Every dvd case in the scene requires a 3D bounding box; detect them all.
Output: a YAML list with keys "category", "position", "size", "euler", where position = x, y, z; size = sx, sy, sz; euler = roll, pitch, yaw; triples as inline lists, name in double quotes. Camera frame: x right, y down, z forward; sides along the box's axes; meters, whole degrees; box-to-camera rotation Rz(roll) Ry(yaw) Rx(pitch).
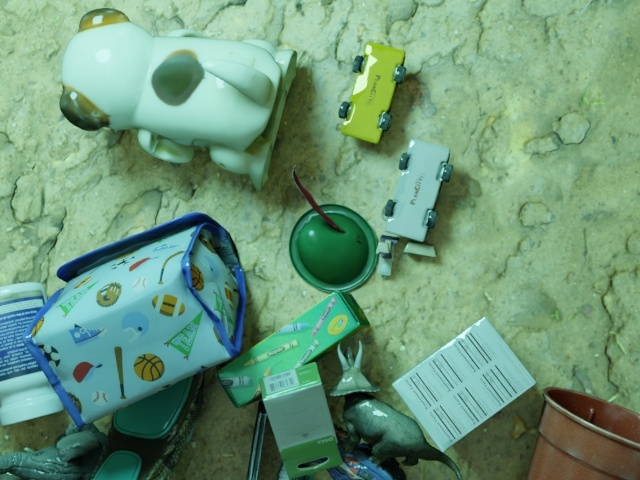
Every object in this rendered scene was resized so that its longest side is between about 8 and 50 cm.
- category: "dvd case"
  position: [-0.126, 0.423, 1.687]
  size: [0.018, 0.164, 0.221]
  euler: [9, 87, -4]

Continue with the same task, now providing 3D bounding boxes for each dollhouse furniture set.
- category: "dollhouse furniture set"
  position: [0.163, 0.044, 1.721]
  size: [0.114, 0.091, 0.081]
  euler: [9, 102, 7]

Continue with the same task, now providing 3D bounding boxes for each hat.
- category: "hat"
  position: [0.000, 0.000, 1.692]
  size: [0.208, 0.183, 0.173]
  euler: [37, 92, 11]

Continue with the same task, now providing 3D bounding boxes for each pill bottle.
- category: "pill bottle"
  position: [-0.601, 0.227, 1.789]
  size: [0.153, 0.153, 0.264]
  euler: [-16, 82, 8]

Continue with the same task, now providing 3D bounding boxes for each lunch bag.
- category: "lunch bag"
  position: [-0.319, 0.110, 1.641]
  size: [0.328, 0.385, 0.239]
  euler: [-23, 106, 8]

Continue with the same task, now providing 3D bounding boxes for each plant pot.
- category: "plant pot"
  position: [0.471, 0.431, 1.552]
  size: [0.272, 0.272, 0.265]
  euler: [20, 97, 11]

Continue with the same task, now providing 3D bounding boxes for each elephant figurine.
- category: "elephant figurine"
  position: [-0.488, 0.438, 1.707]
  size: [0.186, 0.239, 0.169]
  euler: [-32, 80, 5]

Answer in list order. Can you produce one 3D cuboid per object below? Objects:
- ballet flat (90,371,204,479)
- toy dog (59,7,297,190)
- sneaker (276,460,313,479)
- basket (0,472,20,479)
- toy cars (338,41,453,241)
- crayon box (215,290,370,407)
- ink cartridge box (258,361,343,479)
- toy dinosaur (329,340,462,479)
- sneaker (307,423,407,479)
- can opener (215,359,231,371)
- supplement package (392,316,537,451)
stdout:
- category: "ballet flat"
  position: [-0.330, 0.407, 1.697]
  size: [0.164, 0.182, 0.482]
  euler: [7, 59, 24]
- category: "toy dog"
  position: [-0.279, -0.271, 1.669]
  size: [0.408, 0.395, 0.284]
  euler: [14, 96, 2]
- category: "sneaker"
  position: [-0.051, 0.485, 1.688]
  size: [0.076, 0.065, 0.166]
  euler: [16, 44, -2]
- category: "basket"
  position: [-0.649, 0.559, 1.764]
  size: [0.154, 0.204, 0.227]
  euler: [27, 79, -5]
- category: "toy cars"
  position: [0.149, -0.189, 1.739]
  size: [0.176, 0.087, 0.393]
  euler: [-25, 85, 12]
- category: "crayon box"
  position: [-0.047, 0.205, 1.692]
  size: [0.278, 0.165, 0.081]
  euler: [-34, 81, 5]
- category: "ink cartridge box"
  position: [-0.034, 0.330, 1.627]
  size: [0.109, 0.062, 0.209]
  euler: [-16, 123, -3]
- category: "toy dinosaur"
  position: [0.115, 0.340, 1.601]
  size: [0.121, 0.160, 0.313]
  euler: [-38, 66, -22]
- category: "sneaker"
  position: [0.066, 0.429, 1.707]
  size: [0.221, 0.083, 0.087]
  euler: [28, 103, 16]
- category: "can opener"
  position: [-0.190, 0.213, 1.706]
  size: [0.059, 0.186, 0.073]
  euler: [-32, 80, -2]
- category: "supplement package"
  position: [0.261, 0.255, 1.621]
  size: [0.203, 0.194, 0.149]
  euler: [-37, 80, 5]
